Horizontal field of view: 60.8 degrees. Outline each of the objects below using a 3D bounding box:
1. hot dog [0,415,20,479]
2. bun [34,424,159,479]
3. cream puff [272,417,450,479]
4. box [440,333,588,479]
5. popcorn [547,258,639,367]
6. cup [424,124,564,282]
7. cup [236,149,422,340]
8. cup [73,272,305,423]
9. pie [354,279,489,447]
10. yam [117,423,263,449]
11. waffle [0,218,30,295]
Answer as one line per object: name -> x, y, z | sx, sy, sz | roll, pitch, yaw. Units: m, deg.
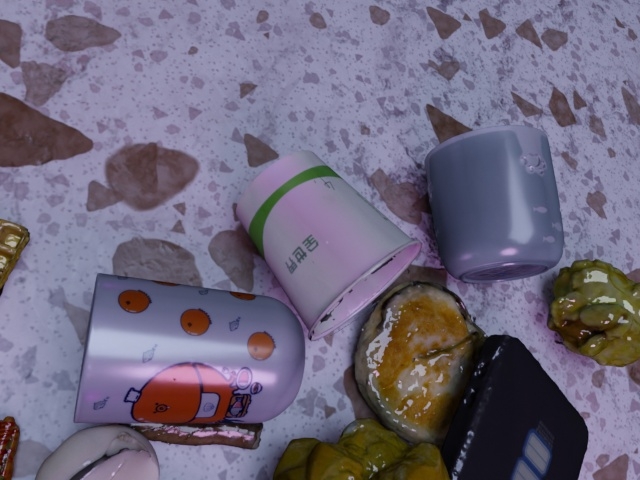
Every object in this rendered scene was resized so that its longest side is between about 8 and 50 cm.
hot dog -> -0.466, 0.323, 0.772 | 0.062, 0.038, 0.144 | 16, 67, -18
bun -> -0.325, 0.340, 0.779 | 0.173, 0.120, 0.173 | -23, 124, -39
cream puff -> 0.084, 0.437, 0.815 | 0.270, 0.274, 0.323 | 20, 49, -65
box -> 0.378, 0.407, 1.049 | 0.359, 0.091, 0.350 | 47, 58, -23
popcorn -> 0.635, 0.163, 1.237 | 0.255, 0.195, 0.256 | -13, 79, -37
cup -> 0.394, -0.050, 1.188 | 0.357, 0.259, 0.274 | 19, 63, -52
cup -> 0.000, 0.000, 0.965 | 0.253, 0.253, 0.274 | -33, 72, -29
cup -> -0.195, 0.173, 0.847 | 0.317, 0.212, 0.212 | 8, 69, -22
pie -> 0.219, 0.243, 1.084 | 0.339, 0.077, 0.339 | 6, 76, -26
yam -> -0.207, 0.305, 0.884 | 0.241, 0.057, 0.057 | 13, 68, -21
waffle -> -0.577, 0.015, 0.819 | 0.211, 0.055, 0.160 | 24, 65, -14
